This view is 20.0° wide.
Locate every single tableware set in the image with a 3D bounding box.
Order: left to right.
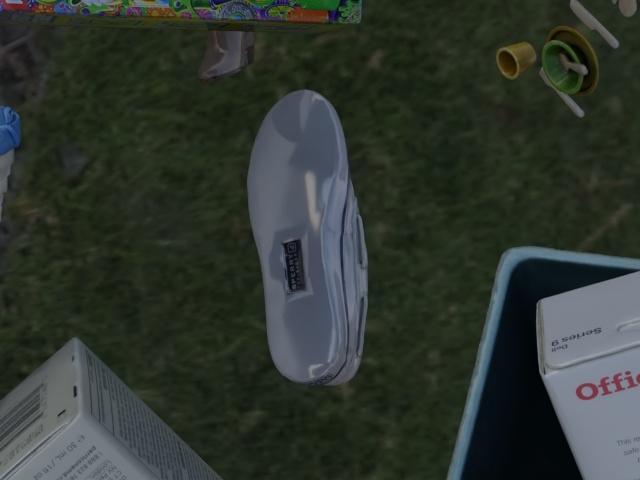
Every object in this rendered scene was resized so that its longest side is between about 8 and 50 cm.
[{"bbox_3d":[0.147,-0.152,1.150,0.024,0.154,0.104,-28,65,-28],"label":"tableware set"}]

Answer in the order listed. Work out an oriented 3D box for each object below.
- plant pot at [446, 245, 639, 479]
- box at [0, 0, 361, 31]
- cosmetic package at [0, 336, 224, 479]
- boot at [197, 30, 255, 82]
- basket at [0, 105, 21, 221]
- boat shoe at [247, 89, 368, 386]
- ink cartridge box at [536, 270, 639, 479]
[{"bbox_3d":[0.263,0.180,1.482,0.252,0.248,0.247,64,37,-57],"label":"plant pot"},{"bbox_3d":[-0.116,-0.313,1.421,0.279,0.177,0.290,0,94,-11],"label":"box"},{"bbox_3d":[-0.108,0.230,1.307,0.113,0.160,0.309,-41,108,5],"label":"cosmetic package"},{"bbox_3d":[-0.089,-0.193,1.624,0.118,0.042,0.087,-45,126,-68],"label":"boot"},{"bbox_3d":[-0.333,-0.086,1.272,0.255,0.201,0.289,-24,119,-44],"label":"basket"},{"bbox_3d":[0.000,0.000,1.644,0.088,0.096,0.267,19,60,-62],"label":"boat shoe"},{"bbox_3d":[0.248,0.124,1.205,0.093,0.154,0.212,-85,154,-58],"label":"ink cartridge box"}]
